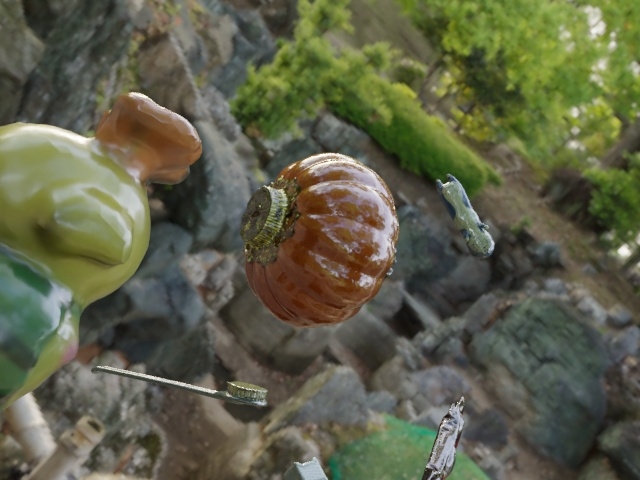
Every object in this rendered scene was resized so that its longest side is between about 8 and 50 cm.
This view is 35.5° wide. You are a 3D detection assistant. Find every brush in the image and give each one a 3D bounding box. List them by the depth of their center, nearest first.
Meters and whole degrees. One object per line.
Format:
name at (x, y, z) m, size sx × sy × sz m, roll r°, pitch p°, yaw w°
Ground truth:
brush at (-0.192, 0.187, 1.330) m, size 0.266 × 0.027 × 0.062 m, roll 7°, pitch -4°, yaw 22°

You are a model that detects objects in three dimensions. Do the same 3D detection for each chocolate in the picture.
chocolate at (0.127, 0.240, 1.062) m, size 0.028 × 0.086 × 0.182 m, roll 17°, pitch 24°, yaw 11°

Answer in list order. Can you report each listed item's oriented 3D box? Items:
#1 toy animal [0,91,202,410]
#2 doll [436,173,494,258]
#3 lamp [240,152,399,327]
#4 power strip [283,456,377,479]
toy animal at (-0.270, -0.002, 0.934) m, size 0.191 × 0.338 × 0.216 m, roll 38°, pitch -12°, yaw -12°
doll at (0.194, -0.032, 1.343) m, size 0.125 × 0.037 × 0.027 m, roll 61°, pitch -2°, yaw 9°
lamp at (0.000, 0.000, 1.241) m, size 0.197 × 0.223 × 0.223 m, roll 22°, pitch 20°, yaw -30°
power strip at (0.000, 0.379, 1.398) m, size 0.216 × 0.061 × 0.145 m, roll -4°, pitch 54°, yaw -40°
